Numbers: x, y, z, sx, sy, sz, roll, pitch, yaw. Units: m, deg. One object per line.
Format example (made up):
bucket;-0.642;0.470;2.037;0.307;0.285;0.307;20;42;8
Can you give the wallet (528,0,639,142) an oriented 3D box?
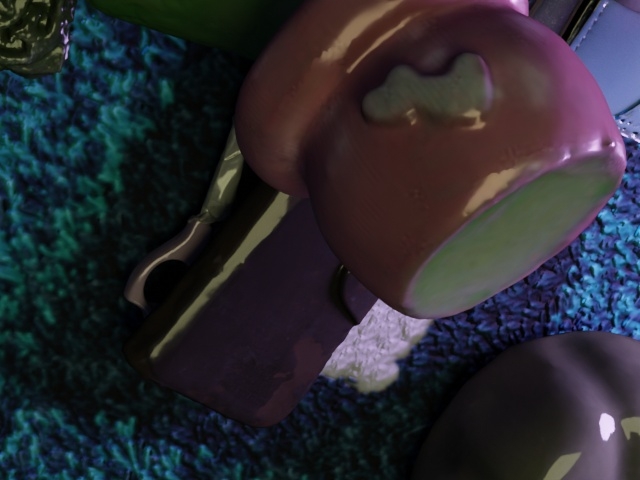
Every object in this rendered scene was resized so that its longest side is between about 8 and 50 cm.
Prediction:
wallet;0.258;-0.194;1.431;0.176;0.075;0.250;17;118;-39

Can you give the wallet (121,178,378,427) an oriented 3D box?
wallet;0.000;0.000;1.459;0.165;0.042;0.309;32;100;-41

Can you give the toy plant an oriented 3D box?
toy plant;0.049;-0.143;1.257;0.317;0.356;0.210;-36;151;2

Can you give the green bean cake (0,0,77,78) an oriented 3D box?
green bean cake;-0.232;-0.193;1.230;0.173;0.094;0.181;6;115;-25

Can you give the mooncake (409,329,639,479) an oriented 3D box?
mooncake;0.214;0.206;1.634;0.275;0.135;0.275;-14;125;-20

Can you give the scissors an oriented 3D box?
scissors;-0.076;-0.028;1.437;0.110;0.021;0.212;1;117;-32
